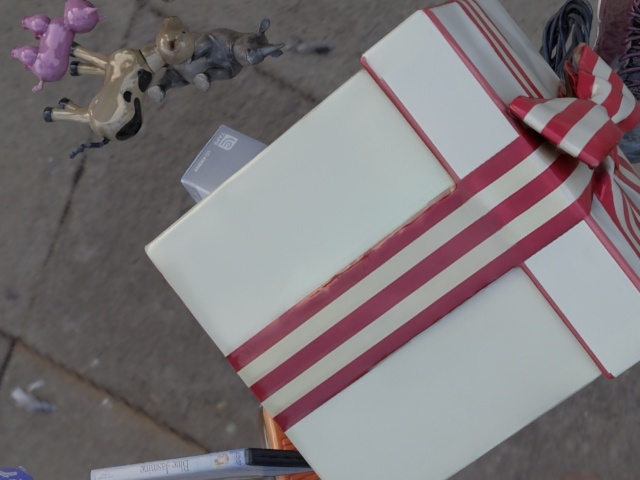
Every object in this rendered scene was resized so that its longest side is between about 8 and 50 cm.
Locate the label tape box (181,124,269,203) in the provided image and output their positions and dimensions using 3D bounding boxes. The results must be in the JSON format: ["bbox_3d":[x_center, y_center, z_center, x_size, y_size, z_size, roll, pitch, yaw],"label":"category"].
[{"bbox_3d":[0.000,0.000,1.971,0.348,0.249,0.115,29,74,29],"label":"label tape box"}]

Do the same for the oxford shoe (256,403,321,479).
[{"bbox_3d":[-0.045,0.379,1.829,0.133,0.130,0.363,-16,81,33],"label":"oxford shoe"}]

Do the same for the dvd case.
[{"bbox_3d":[-0.127,0.278,1.696,0.253,0.180,0.022,-14,73,34],"label":"dvd case"}]

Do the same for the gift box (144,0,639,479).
[{"bbox_3d":[0.097,0.006,0.878,0.258,0.255,0.276,-39,95,20],"label":"gift box"}]

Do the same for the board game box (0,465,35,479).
[{"bbox_3d":[-0.267,0.232,0.769,0.232,0.291,0.141,16,102,57],"label":"board game box"}]

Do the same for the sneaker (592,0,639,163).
[{"bbox_3d":[0.389,-0.246,1.704,0.106,0.281,0.162,9,156,-5],"label":"sneaker"}]

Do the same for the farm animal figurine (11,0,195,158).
[{"bbox_3d":[-0.209,-0.302,1.608,0.172,0.327,0.330,12,133,18],"label":"farm animal figurine"}]

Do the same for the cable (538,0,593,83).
[{"bbox_3d":[0.298,-0.214,1.746,0.047,0.150,0.184,13,109,-1],"label":"cable"}]

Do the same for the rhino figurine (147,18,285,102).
[{"bbox_3d":[-0.141,-0.246,1.864,0.243,0.106,0.073,-6,113,39],"label":"rhino figurine"}]
